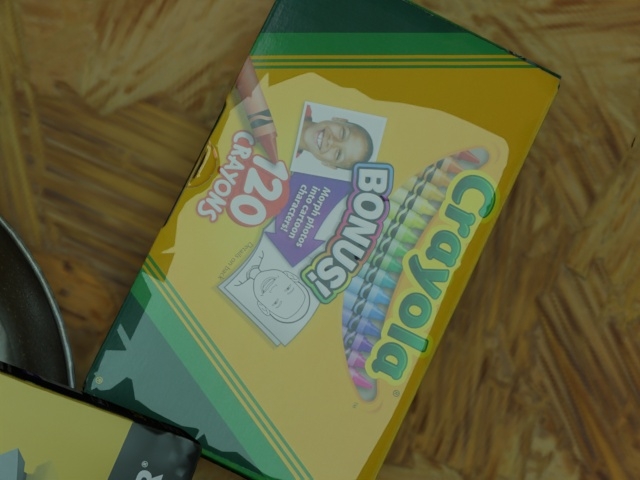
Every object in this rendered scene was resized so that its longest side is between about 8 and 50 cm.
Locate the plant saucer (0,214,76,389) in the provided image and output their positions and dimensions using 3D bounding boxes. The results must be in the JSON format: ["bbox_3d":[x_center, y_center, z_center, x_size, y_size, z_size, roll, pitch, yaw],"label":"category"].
[{"bbox_3d":[-0.289,0.093,1.041,0.311,0.050,0.310,1,81,-7],"label":"plant saucer"}]

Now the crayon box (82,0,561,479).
[{"bbox_3d":[0.000,0.000,1.074,0.165,0.081,0.278,26,79,-3],"label":"crayon box"}]

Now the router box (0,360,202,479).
[{"bbox_3d":[-0.225,0.195,0.909,0.243,0.081,0.308,21,86,-11],"label":"router box"}]
